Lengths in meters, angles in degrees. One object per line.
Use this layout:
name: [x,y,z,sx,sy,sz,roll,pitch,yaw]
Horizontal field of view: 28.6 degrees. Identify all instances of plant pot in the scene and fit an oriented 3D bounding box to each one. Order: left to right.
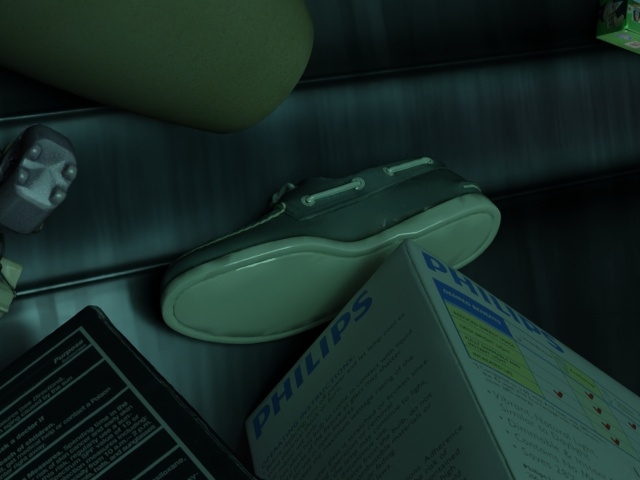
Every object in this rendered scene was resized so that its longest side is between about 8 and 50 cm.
plant pot: [-0.138,-0.199,0.928,0.274,0.256,0.257,37,68,-41]

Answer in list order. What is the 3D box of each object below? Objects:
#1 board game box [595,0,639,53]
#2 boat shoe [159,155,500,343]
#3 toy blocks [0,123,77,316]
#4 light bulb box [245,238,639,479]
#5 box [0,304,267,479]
board game box: [0.443,-0.283,1.374,0.317,0.046,0.214,14,81,-30]
boat shoe: [0.000,0.000,1.080,0.319,0.116,0.099,-16,51,-24]
toy blocks: [-0.307,-0.008,0.783,0.309,0.260,0.289,28,72,-26]
light bulb box: [0.160,0.244,0.958,0.358,0.361,0.225,34,107,-24]
box: [-0.167,0.235,0.781,0.296,0.294,0.183,-38,123,-12]
